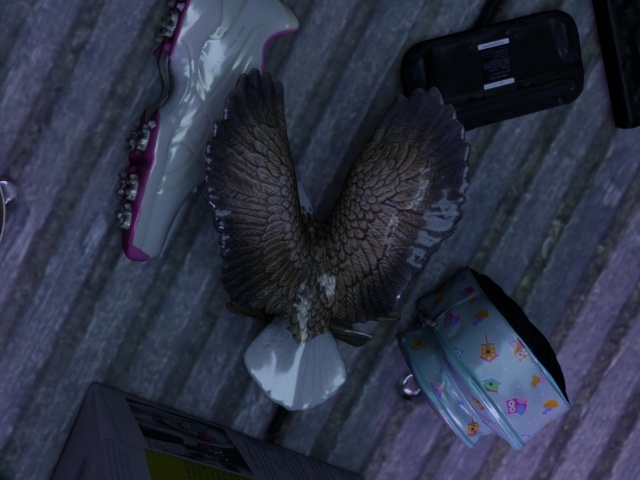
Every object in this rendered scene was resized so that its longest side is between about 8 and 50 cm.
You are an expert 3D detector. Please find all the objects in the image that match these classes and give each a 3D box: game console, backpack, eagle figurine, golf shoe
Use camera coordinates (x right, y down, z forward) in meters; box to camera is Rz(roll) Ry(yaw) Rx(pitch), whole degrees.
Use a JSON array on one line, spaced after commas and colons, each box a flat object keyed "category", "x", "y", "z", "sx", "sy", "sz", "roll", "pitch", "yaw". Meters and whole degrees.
[{"category": "game console", "x": 0.257, "y": -0.211, "z": 1.458, "sx": 0.361, "sy": 0.044, "sz": 0.213, "roll": -15, "pitch": 103, "yaw": -10}, {"category": "backpack", "x": 0.173, "y": 0.132, "z": 1.431, "sx": 0.144, "sy": 0.188, "sz": 0.166, "roll": -37, "pitch": 108, "yaw": -4}, {"category": "eagle figurine", "x": -0.006, "y": -0.008, "z": 1.347, "sx": 0.225, "sy": 0.298, "sz": 0.226, "roll": 41, "pitch": 51, "yaw": 19}, {"category": "golf shoe", "x": -0.114, "y": -0.116, "z": 1.356, "sx": 0.140, "sy": 0.115, "sz": 0.306, "roll": 15, "pitch": 99, "yaw": -19}]

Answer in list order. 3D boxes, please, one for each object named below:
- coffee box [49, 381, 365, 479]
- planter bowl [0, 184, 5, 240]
[{"category": "coffee box", "x": -0.122, "y": 0.391, "z": 1.337, "sx": 0.334, "sy": 0.338, "sz": 0.337, "roll": 21, "pitch": 96, "yaw": -16}, {"category": "planter bowl", "x": -0.384, "y": -0.035, "z": 1.309, "sx": 0.162, "sy": 0.109, "sz": 0.162, "roll": -2, "pitch": 101, "yaw": -12}]
